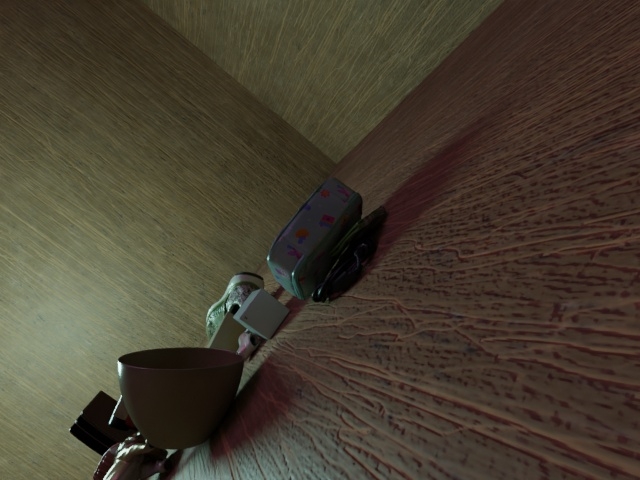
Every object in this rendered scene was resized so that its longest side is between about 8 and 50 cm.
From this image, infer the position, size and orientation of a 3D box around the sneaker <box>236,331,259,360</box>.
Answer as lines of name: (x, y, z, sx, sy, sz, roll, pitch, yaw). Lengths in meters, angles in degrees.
sneaker: (-0.207, 0.297, 1.341, 0.070, 0.051, 0.134, -48, 11, 11)

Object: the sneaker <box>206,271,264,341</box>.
sneaker: (-0.352, 0.308, 1.758, 0.182, 0.157, 0.410, -89, 25, -54)

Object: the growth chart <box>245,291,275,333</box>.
growth chart: (-0.245, 0.292, 1.693, 0.172, 0.021, 0.237, -47, 8, 40)

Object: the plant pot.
plant pot: (-0.326, 0.367, 1.060, 0.284, 0.283, 0.191, 162, 111, -76)

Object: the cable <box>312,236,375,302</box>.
cable: (0.043, 0.062, 0.973, 0.184, 0.047, 0.151, -47, 9, 34)

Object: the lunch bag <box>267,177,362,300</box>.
lunch bag: (0.000, 0.000, 1.098, 0.279, 0.107, 0.224, -51, -21, -19)

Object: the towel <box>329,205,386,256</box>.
towel: (0.088, -0.019, 1.036, 0.113, 0.023, 0.152, -50, -9, 34)

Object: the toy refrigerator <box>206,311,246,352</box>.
toy refrigerator: (-0.327, 0.370, 1.490, 0.102, 0.094, 0.270, -53, 10, 29)

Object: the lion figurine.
lion figurine: (-0.524, 0.648, 1.173, 0.240, 0.142, 0.392, -29, 12, 34)

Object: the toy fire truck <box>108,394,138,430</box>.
toy fire truck: (-0.406, 0.473, 1.257, 0.217, 0.246, 0.159, 68, -140, -66)

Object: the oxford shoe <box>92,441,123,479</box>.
oxford shoe: (-0.681, 0.850, 1.410, 0.147, 0.140, 0.397, 88, -156, -51)

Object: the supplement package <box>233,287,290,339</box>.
supplement package: (-0.175, 0.214, 1.321, 0.105, 0.105, 0.179, -53, 7, -17)

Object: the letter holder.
letter holder: (-0.838, 0.785, 1.819, 0.152, 0.301, 0.214, -51, 8, 1)
